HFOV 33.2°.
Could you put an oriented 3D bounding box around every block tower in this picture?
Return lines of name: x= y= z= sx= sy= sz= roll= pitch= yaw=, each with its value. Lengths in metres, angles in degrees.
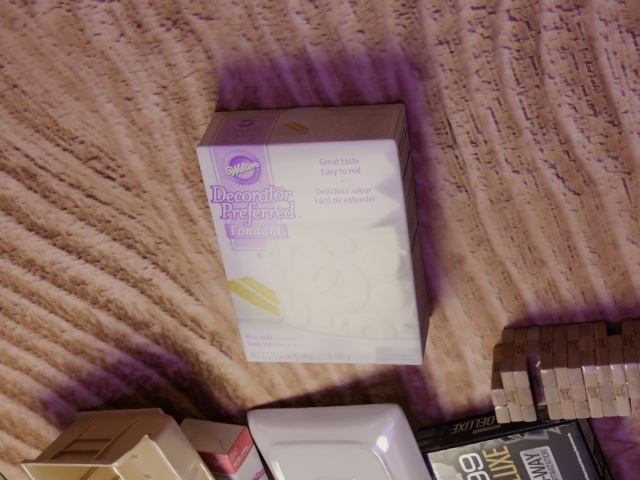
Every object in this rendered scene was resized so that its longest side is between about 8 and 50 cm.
block tower: x=0.385 y=0.161 z=1.354 sx=0.335 sy=0.097 sz=0.091 roll=-7 pitch=123 yaw=16

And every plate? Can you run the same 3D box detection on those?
plate: x=0.040 y=0.361 z=1.545 sx=0.278 sy=0.045 sz=0.277 roll=-8 pitch=115 yaw=36

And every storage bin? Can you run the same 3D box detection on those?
storage bin: x=-0.262 y=0.387 z=1.581 sx=0.260 sy=0.123 sz=0.262 roll=-11 pitch=117 yaw=45

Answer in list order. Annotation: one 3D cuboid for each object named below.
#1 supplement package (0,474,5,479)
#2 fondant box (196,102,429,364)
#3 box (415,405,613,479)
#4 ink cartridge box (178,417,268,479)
supplement package: x=-0.635 y=0.383 z=1.720 sx=0.134 sy=0.139 sz=0.244 roll=-21 pitch=116 yaw=24
fondant box: x=0.000 y=0.000 z=1.329 sx=0.238 sy=0.096 sz=0.330 roll=-1 pitch=123 yaw=14
box: x=0.296 y=0.381 z=1.511 sx=0.242 sy=0.076 sz=0.307 roll=-17 pitch=109 yaw=23
ink cartridge box: x=-0.145 y=0.367 z=1.626 sx=0.115 sy=0.067 sz=0.198 roll=2 pitch=126 yaw=29
